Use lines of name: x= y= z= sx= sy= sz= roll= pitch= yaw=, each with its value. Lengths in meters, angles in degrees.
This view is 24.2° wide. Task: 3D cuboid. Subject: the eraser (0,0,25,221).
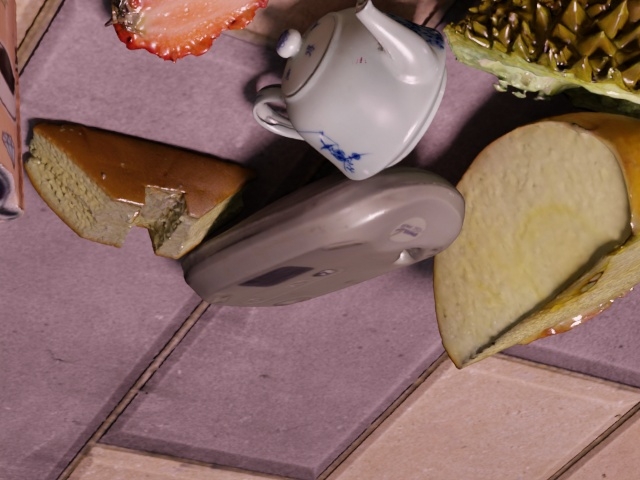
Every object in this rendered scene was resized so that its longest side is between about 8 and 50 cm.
eraser: x=-0.293 y=-0.165 z=1.131 sx=0.087 sy=0.290 sz=0.171 roll=-20 pitch=140 yaw=10

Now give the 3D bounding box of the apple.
apple: x=0.253 y=-0.004 z=1.500 sx=0.254 sy=0.179 sz=0.346 roll=31 pitch=137 yaw=-11

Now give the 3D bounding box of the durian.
durian: x=0.289 y=-0.151 z=1.398 sx=0.198 sy=0.163 sz=0.394 roll=-37 pitch=149 yaw=31

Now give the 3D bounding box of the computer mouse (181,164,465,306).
computer mouse: x=-0.001 y=-0.006 z=1.522 sx=0.197 sy=0.095 sz=0.331 roll=11 pitch=157 yaw=-42

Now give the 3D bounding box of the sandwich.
sandwich: x=-0.174 y=-0.041 z=1.468 sx=0.244 sy=0.088 sz=0.090 roll=10 pitch=139 yaw=-26

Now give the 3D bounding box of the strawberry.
strawberry: x=-0.119 y=-0.211 z=1.317 sx=0.152 sy=0.048 sz=0.104 roll=-13 pitch=136 yaw=-21

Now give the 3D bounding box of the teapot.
teapot: x=0.021 y=-0.147 z=1.358 sx=0.159 sy=0.159 sz=0.232 roll=13 pitch=155 yaw=-28
